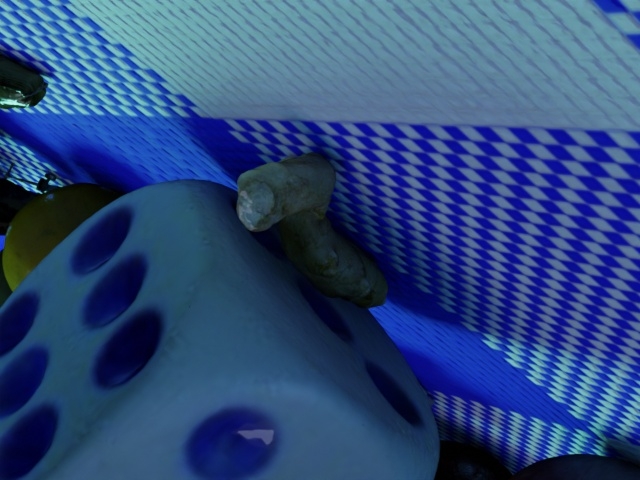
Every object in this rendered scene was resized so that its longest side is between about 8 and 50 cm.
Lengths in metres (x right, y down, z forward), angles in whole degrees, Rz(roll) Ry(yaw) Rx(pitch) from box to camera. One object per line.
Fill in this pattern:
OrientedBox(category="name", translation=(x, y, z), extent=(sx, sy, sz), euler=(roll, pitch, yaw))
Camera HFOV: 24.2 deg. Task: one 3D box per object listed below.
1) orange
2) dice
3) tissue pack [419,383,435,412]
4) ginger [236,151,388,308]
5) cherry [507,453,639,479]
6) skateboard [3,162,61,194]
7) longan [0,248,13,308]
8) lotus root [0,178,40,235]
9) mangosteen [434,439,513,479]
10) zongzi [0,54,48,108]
OrientedBox(category="orange", translation=(-0.249, 0.011, 1.533), extent=(0.156, 0.156, 0.124), euler=(44, -170, -43))
OrientedBox(category="dice", translation=(-0.104, 0.157, 1.236), extent=(0.304, 0.304, 0.277), euler=(41, -165, -35))
OrientedBox(category="tissue pack", translation=(-0.015, 0.175, 1.613), extent=(0.209, 0.148, 0.156), euler=(22, 166, 32))
OrientedBox(category="ginger", translation=(0.000, 0.000, 1.140), extent=(0.089, 0.075, 0.288), euler=(56, 180, 20))
OrientedBox(category="cherry", translation=(0.268, 0.299, 1.400), extent=(0.239, 0.206, 0.239), euler=(13, -163, -4))
OrientedBox(category="skateboard", translation=(-0.315, -0.059, 1.673), extent=(0.083, 0.032, 0.064), euler=(17, 171, 36))
OrientedBox(category="longan", translation=(-0.271, 0.071, 1.696), extent=(0.197, 0.196, 0.220), euler=(20, 164, 35))
OrientedBox(category="lotus root", translation=(-0.437, -0.072, 1.568), extent=(0.310, 0.182, 0.183), euler=(24, 166, -1))
OrientedBox(category="mangosteen", translation=(0.142, 0.333, 1.750), extent=(0.216, 0.216, 0.216), euler=(29, 166, 8))
OrientedBox(category="zongzi", translation=(-0.278, -0.151, 1.282), extent=(0.076, 0.040, 0.083), euler=(3, 133, 48))
